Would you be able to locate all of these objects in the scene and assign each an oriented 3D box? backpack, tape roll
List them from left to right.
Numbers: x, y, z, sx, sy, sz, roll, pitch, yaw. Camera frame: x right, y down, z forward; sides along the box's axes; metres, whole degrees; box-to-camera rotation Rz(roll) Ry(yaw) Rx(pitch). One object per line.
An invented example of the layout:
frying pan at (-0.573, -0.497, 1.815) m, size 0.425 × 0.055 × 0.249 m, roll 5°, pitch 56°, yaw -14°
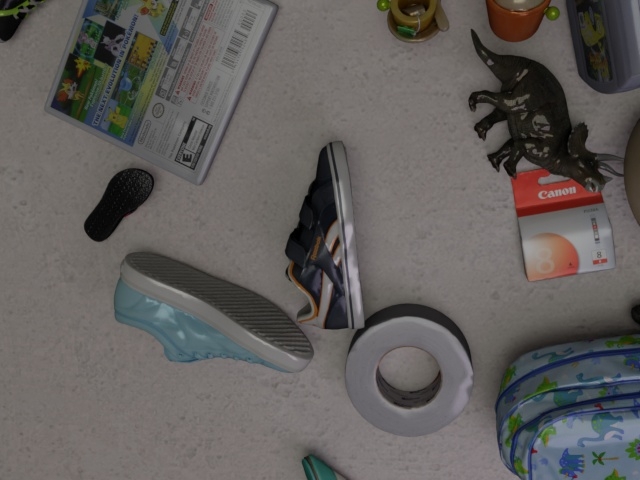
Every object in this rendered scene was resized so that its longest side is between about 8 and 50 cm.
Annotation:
tape roll at (0.152, 0.224, 1.409) m, size 0.219 × 0.072 × 0.219 m, roll 2°, pitch 104°, yaw 7°
backpack at (0.458, 0.285, 1.307) m, size 0.355 × 0.273 × 0.290 m, roll 6°, pitch 130°, yaw 19°

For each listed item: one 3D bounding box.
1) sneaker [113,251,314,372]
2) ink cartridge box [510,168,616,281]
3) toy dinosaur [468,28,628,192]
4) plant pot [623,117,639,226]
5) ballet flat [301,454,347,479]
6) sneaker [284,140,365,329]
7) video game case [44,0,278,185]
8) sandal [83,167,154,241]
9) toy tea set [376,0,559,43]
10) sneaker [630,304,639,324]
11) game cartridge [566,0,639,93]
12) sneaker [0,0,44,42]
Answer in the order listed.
sneaker at (-0.191, 0.156, 1.417) m, size 0.366 × 0.135 × 0.150 m, roll 27°, pitch 113°, yaw 9°
ink cartridge box at (0.396, -0.031, 1.333) m, size 0.145 × 0.045 × 0.179 m, roll -10°, pitch 104°, yaw 9°
toy dinosaur at (0.327, -0.199, 1.282) m, size 0.160 × 0.121 × 0.314 m, roll -30°, pitch 92°, yaw 1°
plant pot at (0.608, -0.104, 1.156) m, size 0.284 × 0.191 × 0.284 m, roll 1°, pitch 84°, yaw -11°
ballet flat at (0.034, 0.490, 1.494) m, size 0.087 × 0.083 × 0.247 m, roll -17°, pitch 102°, yaw -14°
sneaker at (0.000, 0.000, 1.347) m, size 0.127 × 0.126 × 0.321 m, roll -4°, pitch 104°, yaw 2°
video game case at (-0.269, -0.301, 1.357) m, size 0.300 × 0.036 × 0.329 m, roll 26°, pitch 106°, yaw 0°
sandal at (-0.350, -0.067, 1.426) m, size 0.067 × 0.040 × 0.179 m, roll 49°, pitch 119°, yaw 0°
toy tea set at (0.193, -0.397, 1.194) m, size 0.336 × 0.124 × 0.200 m, roll 1°, pitch 70°, yaw 8°
sneaker at (0.640, 0.094, 1.316) m, size 0.271 × 0.100 × 0.108 m, roll -10°, pitch 75°, yaw 14°
game cartridge at (0.401, -0.304, 1.137) m, size 0.060 × 0.294 × 0.196 m, roll -16°, pitch 101°, yaw 8°
sneaker at (-0.466, -0.418, 1.328) m, size 0.097 × 0.084 × 0.235 m, roll 29°, pitch 105°, yaw -1°
